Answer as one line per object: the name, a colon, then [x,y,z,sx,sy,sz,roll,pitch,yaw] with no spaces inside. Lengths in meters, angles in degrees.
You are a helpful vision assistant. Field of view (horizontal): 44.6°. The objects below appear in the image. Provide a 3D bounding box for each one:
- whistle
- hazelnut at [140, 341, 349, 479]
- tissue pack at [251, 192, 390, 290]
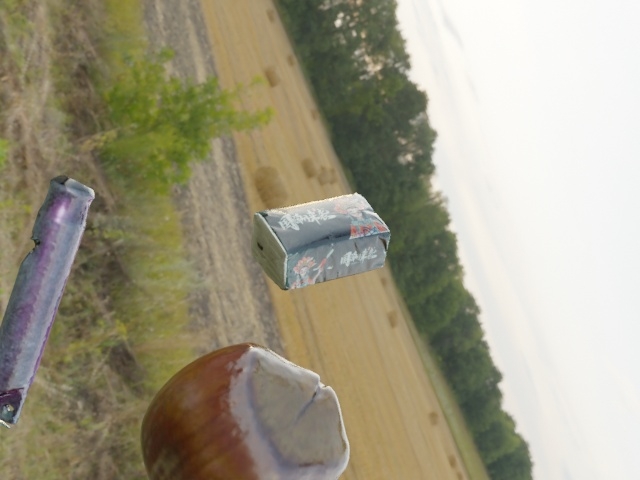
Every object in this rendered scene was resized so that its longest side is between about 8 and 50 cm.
whistle: [-0.193,0.041,0.529,0.033,0.033,0.176,-38,149,-85]
hazelnut: [-0.086,0.219,0.857,0.212,0.181,0.181,52,44,-12]
tissue pack: [-0.001,0.000,1.090,0.103,0.170,0.090,50,-38,39]
